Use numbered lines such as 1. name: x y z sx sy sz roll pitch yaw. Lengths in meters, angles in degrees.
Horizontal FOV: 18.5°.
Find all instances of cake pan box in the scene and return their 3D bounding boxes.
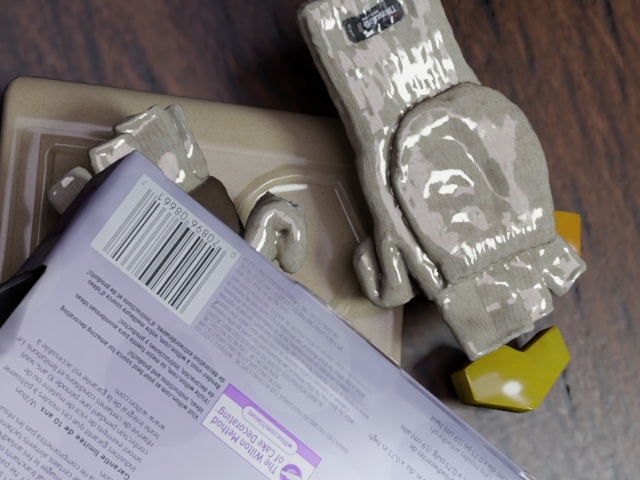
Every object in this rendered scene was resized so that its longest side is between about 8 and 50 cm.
1. cake pan box: -0.067 0.130 0.852 0.267 0.070 0.246 39 66 -13

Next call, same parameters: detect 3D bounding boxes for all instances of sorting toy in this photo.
1. sorting toy: -0.017 0.046 0.986 0.307 0.041 0.229 7 76 -19

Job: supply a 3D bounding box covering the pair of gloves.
1. pair of gloves: 0.000 0.000 0.953 0.240 0.042 0.204 -36 98 -17
